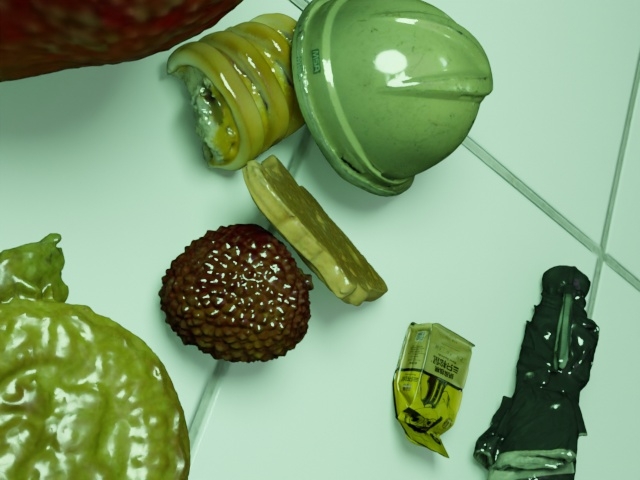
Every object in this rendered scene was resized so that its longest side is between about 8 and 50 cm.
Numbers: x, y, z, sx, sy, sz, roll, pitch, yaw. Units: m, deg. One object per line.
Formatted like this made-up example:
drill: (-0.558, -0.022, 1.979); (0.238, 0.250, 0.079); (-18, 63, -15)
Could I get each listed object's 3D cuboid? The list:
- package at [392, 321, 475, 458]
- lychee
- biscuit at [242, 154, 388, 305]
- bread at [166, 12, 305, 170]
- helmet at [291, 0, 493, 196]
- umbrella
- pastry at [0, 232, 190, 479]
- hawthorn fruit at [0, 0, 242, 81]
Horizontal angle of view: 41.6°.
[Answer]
package: (0.115, 0.156, 0.892); (0.071, 0.047, 0.131); (29, 67, -34)
lychee: (-0.071, 0.045, 0.721); (0.123, 0.128, 0.123); (-5, 90, -83)
biscuit: (0.000, 0.000, 0.787); (0.250, 0.035, 0.162); (39, 21, -49)
bread: (-0.063, -0.143, 0.779); (0.177, 0.084, 0.119); (-40, 108, -40)
helmet: (0.096, -0.151, 0.818); (0.257, 0.137, 0.204); (6, 76, -59)
umbrella: (0.252, 0.177, 0.963); (0.106, 0.113, 0.358); (60, 43, -49)
pastry: (-0.223, 0.153, 0.586); (0.235, 0.132, 0.240); (54, 48, -8)
hawthorn fruit: (-0.184, -0.291, 0.535); (0.402, 0.402, 0.403); (7, 78, -37)
